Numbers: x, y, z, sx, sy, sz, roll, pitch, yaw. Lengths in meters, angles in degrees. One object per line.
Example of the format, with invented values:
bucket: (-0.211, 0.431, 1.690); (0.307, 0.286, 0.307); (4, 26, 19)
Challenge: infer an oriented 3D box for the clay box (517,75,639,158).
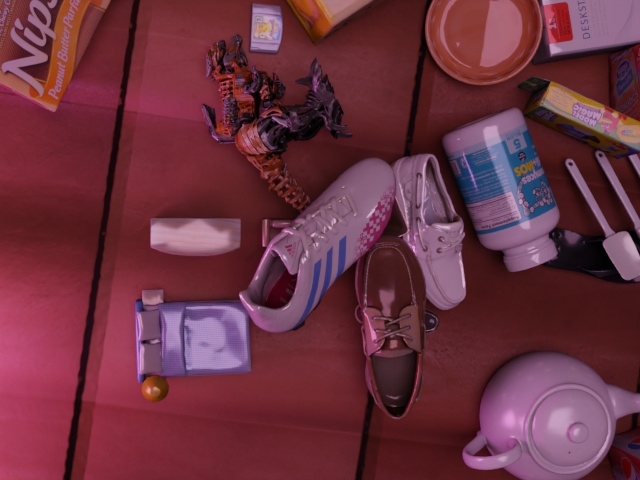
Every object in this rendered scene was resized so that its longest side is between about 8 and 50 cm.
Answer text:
clay box: (0.445, -0.212, 1.682); (0.222, 0.127, 0.053); (23, 89, -1)

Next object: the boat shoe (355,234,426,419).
boat shoe: (0.125, 0.149, 1.609); (0.123, 0.116, 0.324); (-8, 111, 2)

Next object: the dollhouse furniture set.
dollhouse furniture set: (-0.157, 0.114, 1.575); (0.286, 0.198, 0.303); (0, 92, -8)

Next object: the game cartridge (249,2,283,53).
game cartridge: (-0.092, -0.362, 1.661); (0.056, 0.017, 0.083); (2, 92, -13)

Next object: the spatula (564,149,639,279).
spatula: (0.544, -0.064, 1.730); (0.168, 0.019, 0.242); (-25, 82, -14)

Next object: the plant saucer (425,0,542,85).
plant saucer: (0.282, -0.368, 1.684); (0.200, 0.037, 0.200); (1, 95, 10)

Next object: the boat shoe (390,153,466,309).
boat shoe: (0.199, -0.015, 1.662); (0.098, 0.096, 0.277); (-24, 97, -39)

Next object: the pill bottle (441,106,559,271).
pill bottle: (0.318, -0.084, 1.668); (0.146, 0.146, 0.264); (-23, 96, -7)

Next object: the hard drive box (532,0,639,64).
hard drive box: (0.483, -0.420, 1.710); (0.232, 0.089, 0.181); (-11, 93, -8)

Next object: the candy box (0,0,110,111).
candy box: (-0.438, -0.386, 1.528); (0.183, 0.087, 0.316); (28, 88, -45)

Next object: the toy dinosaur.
toy dinosaur: (-0.073, -0.195, 1.622); (0.218, 0.164, 0.322); (-24, 107, 6)

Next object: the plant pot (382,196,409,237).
plant pot: (0.074, -0.045, 1.656); (0.109, 0.096, 0.109); (-23, 95, -6)

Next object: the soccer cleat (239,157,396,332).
soccer cleat: (0.000, 0.000, 1.511); (0.116, 0.143, 0.331); (33, 86, 30)

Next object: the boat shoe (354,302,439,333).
boat shoe: (0.136, 0.139, 1.695); (0.152, 0.049, 0.056); (6, 93, -8)

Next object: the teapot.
teapot: (0.402, 0.315, 1.674); (0.252, 0.187, 0.256); (28, 89, -8)

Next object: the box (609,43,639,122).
box: (0.680, -0.273, 1.713); (0.300, 0.154, 0.142); (-3, 92, -8)

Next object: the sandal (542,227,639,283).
sandal: (0.506, 0.028, 1.745); (0.254, 0.054, 0.097); (3, 91, -9)

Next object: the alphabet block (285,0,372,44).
alphabet block: (0.032, -0.464, 1.590); (0.197, 0.192, 0.193); (-34, 95, -7)

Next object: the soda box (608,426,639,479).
soda box: (0.589, 0.393, 1.665); (0.092, 0.263, 0.083); (-18, 93, -8)
